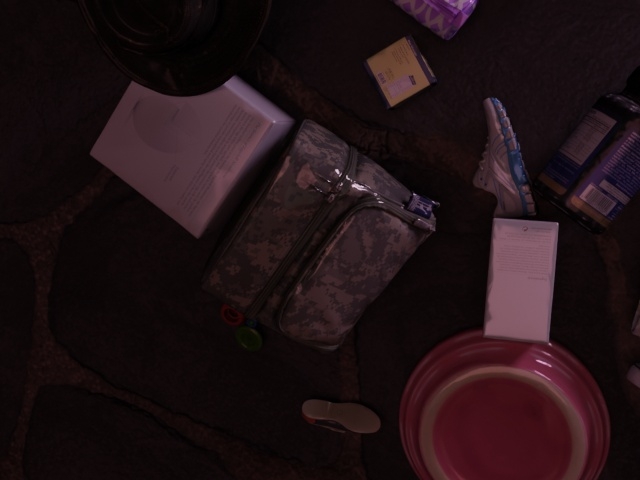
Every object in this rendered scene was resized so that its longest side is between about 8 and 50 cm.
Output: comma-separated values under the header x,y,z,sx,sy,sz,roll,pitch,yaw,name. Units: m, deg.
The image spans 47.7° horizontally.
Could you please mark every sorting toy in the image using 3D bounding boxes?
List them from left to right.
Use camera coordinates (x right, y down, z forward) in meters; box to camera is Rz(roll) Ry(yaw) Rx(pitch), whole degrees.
x,y,z,sx,sy,sz,roll,pitch,yaw,name
-0.126,0.138,1.246,0.061,0.042,0.102,-24,105,32,sorting toy

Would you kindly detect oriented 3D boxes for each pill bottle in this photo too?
x,y,z,sx,sy,sz,roll,pitch,yaw,name
0.411,-0.127,1.014,0.122,0.123,0.219,38,105,5,pill bottle

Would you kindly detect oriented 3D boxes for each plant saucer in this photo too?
x,y,z,sx,sy,sz,roll,pitch,yaw,name
0.285,0.303,1.143,0.331,0.084,0.333,2,100,15,plant saucer

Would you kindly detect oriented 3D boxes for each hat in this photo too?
x,y,z,sx,sy,sz,roll,pitch,yaw,name
-0.238,-0.348,0.970,0.331,0.134,0.332,8,113,19,hat

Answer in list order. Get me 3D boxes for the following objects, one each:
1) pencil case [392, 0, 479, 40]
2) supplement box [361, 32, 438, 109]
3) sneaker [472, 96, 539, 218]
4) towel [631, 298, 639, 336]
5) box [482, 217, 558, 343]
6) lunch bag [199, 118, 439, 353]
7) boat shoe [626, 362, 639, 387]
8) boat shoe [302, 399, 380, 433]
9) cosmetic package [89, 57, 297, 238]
x,y,z,sx,sy,sz,roll,pitch,yaw,name
0.134,-0.381,1.060,0.206,0.088,0.086,37,105,5,pencil case
0.122,-0.255,1.100,0.083,0.056,0.083,-28,92,17,supplement box
0.262,-0.118,1.085,0.082,0.071,0.191,-15,95,22,sneaker
0.651,0.028,0.992,0.374,0.090,0.321,10,100,12,towel
0.290,0.057,1.059,0.090,0.130,0.171,5,89,13,box
0.000,0.000,1.107,0.256,0.213,0.305,33,107,-10,lunch bag
0.586,0.216,1.046,0.267,0.096,0.088,20,100,9,boat shoe
0.035,0.303,1.229,0.136,0.049,0.043,9,144,10,boat shoe
-0.198,-0.164,1.156,0.224,0.138,0.224,38,106,7,cosmetic package
